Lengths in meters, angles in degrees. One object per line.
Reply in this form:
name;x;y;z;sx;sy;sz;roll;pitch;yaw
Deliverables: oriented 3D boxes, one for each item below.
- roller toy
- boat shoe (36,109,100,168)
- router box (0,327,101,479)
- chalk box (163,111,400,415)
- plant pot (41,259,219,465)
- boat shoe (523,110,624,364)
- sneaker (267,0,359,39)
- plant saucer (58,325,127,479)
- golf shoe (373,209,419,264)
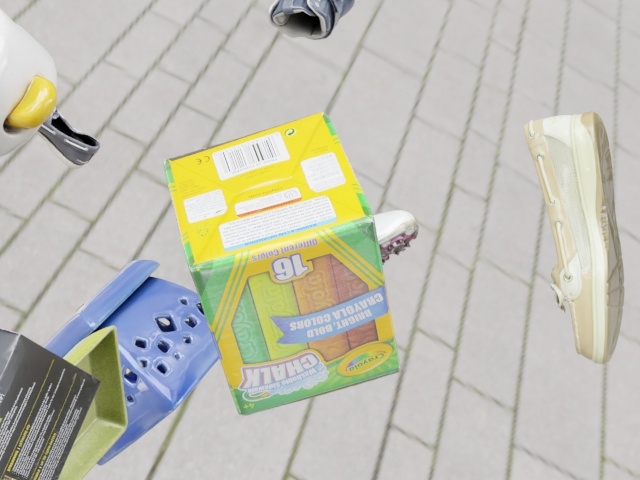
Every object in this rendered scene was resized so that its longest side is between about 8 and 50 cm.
roller toy;-0.451;-0.209;1.572;0.146;0.209;0.191;44;28;-55
boat shoe;-0.451;-0.209;1.980;0.206;0.065;0.075;46;34;-22
router box;-0.301;0.191;1.159;0.046;0.179;0.133;9;-22;33
chalk box;-0.023;0.037;0.904;0.132;0.213;0.132;-17;43;-3
plant pot;-0.309;0.181;1.910;0.212;0.236;0.236;45;38;-4
boat shoe;0.155;-0.001;0.728;0.048;0.153;0.056;-5;4;24
sneaker;-0.025;-0.379;1.596;0.163;0.086;0.226;-56;130;-44
plant saucer;-0.327;0.226;1.545;0.045;0.188;0.188;16;38;21
golf shoe;0.000;0.000;1.134;0.067;0.186;0.086;27;45;-73
